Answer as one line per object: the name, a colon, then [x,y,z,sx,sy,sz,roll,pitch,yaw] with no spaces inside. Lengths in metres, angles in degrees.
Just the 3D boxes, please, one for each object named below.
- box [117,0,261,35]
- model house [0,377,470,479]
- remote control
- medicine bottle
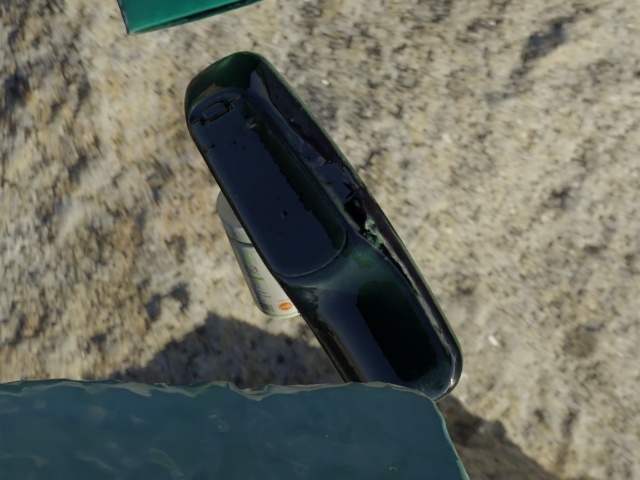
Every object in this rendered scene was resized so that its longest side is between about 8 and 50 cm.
box: [-0.080,-0.241,0.721,0.092,0.153,0.245,-15,105,11]
model house: [-0.048,0.205,0.466,0.280,0.249,0.230,2,133,-25]
remote control: [0.000,0.000,0.774,0.072,0.042,0.222,-26,103,29]
medicine bottle: [-0.058,0.007,1.659,0.086,0.086,0.183,-27,142,-6]
